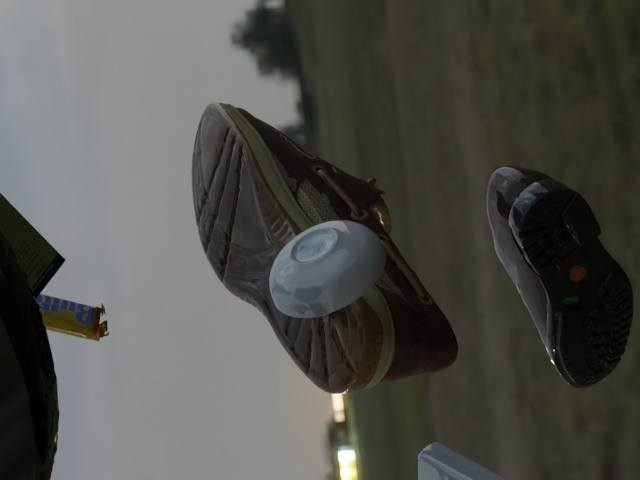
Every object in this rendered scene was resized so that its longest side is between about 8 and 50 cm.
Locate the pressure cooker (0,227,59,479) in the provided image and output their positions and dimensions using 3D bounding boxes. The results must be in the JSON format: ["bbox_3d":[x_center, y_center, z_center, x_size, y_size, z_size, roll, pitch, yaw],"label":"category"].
[{"bbox_3d":[-0.381,0.126,0.867,0.420,0.375,0.370,-42,-36,-48],"label":"pressure cooker"}]

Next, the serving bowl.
[{"bbox_3d":[0.001,0.013,1.220,0.083,0.083,0.027,-96,-20,-56],"label":"serving bowl"}]

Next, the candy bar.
[{"bbox_3d":[-0.243,0.047,1.438,0.040,0.161,0.018,-98,31,-48],"label":"candy bar"}]

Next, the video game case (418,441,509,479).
[{"bbox_3d":[0.143,0.245,1.180,0.201,0.023,0.183,25,131,35],"label":"video game case"}]

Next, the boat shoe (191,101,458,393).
[{"bbox_3d":[0.000,0.000,1.483,0.342,0.123,0.123,49,132,47],"label":"boat shoe"}]

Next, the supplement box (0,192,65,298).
[{"bbox_3d":[-0.215,0.013,1.098,0.083,0.056,0.083,-54,-41,-15],"label":"supplement box"}]

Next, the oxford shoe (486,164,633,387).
[{"bbox_3d":[0.192,0.025,1.485,0.096,0.083,0.227,44,161,51],"label":"oxford shoe"}]
